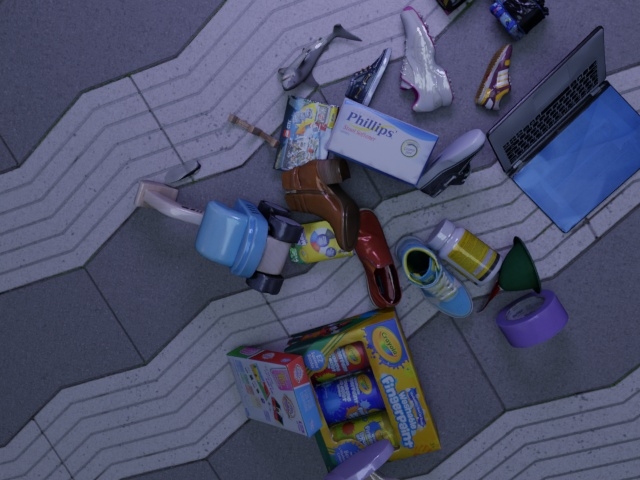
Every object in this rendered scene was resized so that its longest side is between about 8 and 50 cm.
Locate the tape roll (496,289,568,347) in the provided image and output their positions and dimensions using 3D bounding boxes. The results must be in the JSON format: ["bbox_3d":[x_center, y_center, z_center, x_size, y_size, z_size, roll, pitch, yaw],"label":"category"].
[{"bbox_3d":[0.628,0.232,1.545,0.188,0.189,0.080,-34,93,10],"label":"tape roll"}]

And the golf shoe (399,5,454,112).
[{"bbox_3d":[0.280,-0.520,1.511,0.140,0.115,0.307,-22,95,13],"label":"golf shoe"}]

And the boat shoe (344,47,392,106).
[{"bbox_3d":[0.143,-0.499,1.551,0.083,0.065,0.184,26,102,1],"label":"boat shoe"}]

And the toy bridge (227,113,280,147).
[{"bbox_3d":[-0.203,-0.341,1.616,0.188,0.063,0.026,32,102,15],"label":"toy bridge"}]

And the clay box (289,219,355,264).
[{"bbox_3d":[0.000,0.000,1.652,0.221,0.053,0.128,-11,97,7],"label":"clay box"}]

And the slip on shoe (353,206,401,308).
[{"bbox_3d":[0.176,0.055,1.596,0.122,0.101,0.332,-19,98,-24],"label":"slip on shoe"}]

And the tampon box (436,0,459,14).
[{"bbox_3d":[0.399,-0.739,1.456,0.161,0.120,0.101,-38,92,11],"label":"tampon box"}]

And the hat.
[{"bbox_3d":[0.535,0.114,1.546,0.183,0.173,0.209,-21,96,9],"label":"hat"}]

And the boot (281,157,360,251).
[{"bbox_3d":[-0.007,-0.098,1.555,0.220,0.109,0.284,-6,103,33],"label":"boot"}]

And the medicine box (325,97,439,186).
[{"bbox_3d":[0.171,-0.271,1.469,0.263,0.289,0.149,23,101,3],"label":"medicine box"}]

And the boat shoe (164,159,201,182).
[{"bbox_3d":[-0.445,-0.220,1.678,0.125,0.038,0.046,-30,75,9],"label":"boat shoe"}]

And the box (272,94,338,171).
[{"bbox_3d":[-0.045,-0.317,1.612,0.159,0.044,0.233,15,100,5],"label":"box"}]

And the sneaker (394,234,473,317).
[{"bbox_3d":[0.344,0.131,1.553,0.319,0.208,0.127,45,100,-2],"label":"sneaker"}]

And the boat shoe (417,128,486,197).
[{"bbox_3d":[0.382,-0.206,1.479,0.102,0.301,0.108,38,57,-7],"label":"boat shoe"}]

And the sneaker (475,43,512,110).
[{"bbox_3d":[0.526,-0.474,1.515,0.083,0.070,0.186,22,107,-6],"label":"sneaker"}]

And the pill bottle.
[{"bbox_3d":[0.433,0.034,1.573,0.208,0.119,0.119,37,101,-1],"label":"pill bottle"}]

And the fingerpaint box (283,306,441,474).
[{"bbox_3d":[0.135,0.478,1.653,0.370,0.163,0.445,-18,97,9],"label":"fingerpaint box"}]

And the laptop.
[{"bbox_3d":[0.720,-0.281,1.439,0.382,0.408,0.236,-45,58,10],"label":"laptop"}]

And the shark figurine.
[{"bbox_3d":[-0.016,-0.530,1.566,0.278,0.166,0.116,-45,118,-6],"label":"shark figurine"}]

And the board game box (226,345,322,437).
[{"bbox_3d":[-0.152,0.468,1.638,0.316,0.064,0.243,-4,106,46],"label":"board game box"}]

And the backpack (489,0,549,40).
[{"bbox_3d":[0.532,-0.664,1.439,0.117,0.158,0.173,-40,80,28],"label":"backpack"}]

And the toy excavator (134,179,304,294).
[{"bbox_3d":[-0.327,-0.054,1.578,0.444,0.433,0.223,17,102,-25],"label":"toy excavator"}]

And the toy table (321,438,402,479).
[{"bbox_3d":[0.135,0.722,1.508,0.274,0.252,0.161,-39,83,29],"label":"toy table"}]
